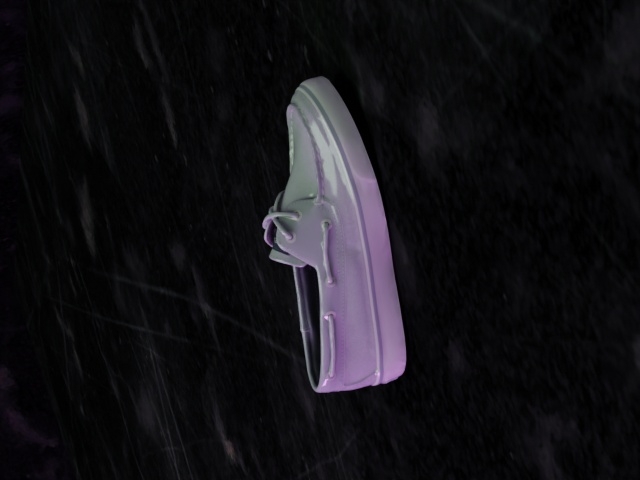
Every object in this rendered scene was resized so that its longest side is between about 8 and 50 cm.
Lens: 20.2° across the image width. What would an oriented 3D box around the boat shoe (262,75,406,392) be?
[{"bbox_3d":[0.000,0.000,1.036,0.066,0.063,0.184,-145,42,-65],"label":"boat shoe"}]
